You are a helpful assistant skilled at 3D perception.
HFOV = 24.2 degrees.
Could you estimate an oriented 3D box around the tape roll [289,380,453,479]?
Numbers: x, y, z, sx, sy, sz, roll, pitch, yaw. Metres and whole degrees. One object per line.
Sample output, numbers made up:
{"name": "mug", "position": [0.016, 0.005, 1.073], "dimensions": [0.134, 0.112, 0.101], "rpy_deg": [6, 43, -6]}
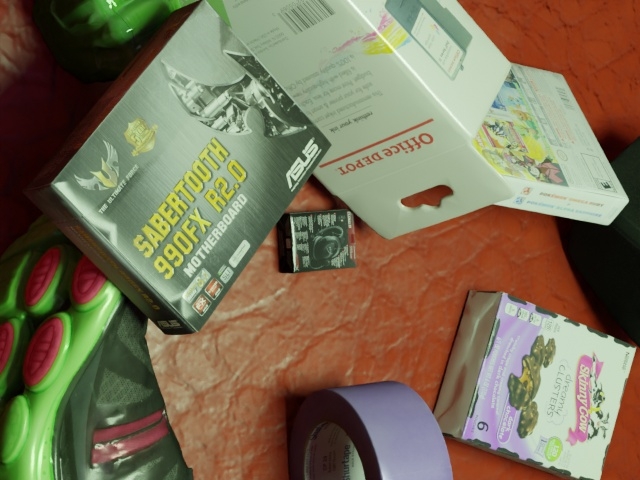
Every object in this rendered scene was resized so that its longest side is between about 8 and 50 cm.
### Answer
{"name": "tape roll", "position": [0.047, 0.236, 1.472], "dimensions": [0.080, 0.189, 0.189], "rpy_deg": [-3, 92, -29]}

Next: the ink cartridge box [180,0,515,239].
{"name": "ink cartridge box", "position": [0.034, -0.174, 1.445], "dimensions": [0.353, 0.207, 0.119], "rpy_deg": [46, 52, -22]}

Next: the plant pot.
{"name": "plant pot", "position": [0.381, -0.011, 1.648], "dimensions": [0.188, 0.187, 0.167], "rpy_deg": [-40, 65, -22]}

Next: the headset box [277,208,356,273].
{"name": "headset box", "position": [0.000, 0.000, 1.534], "dimensions": [0.083, 0.032, 0.062], "rpy_deg": [-6, 93, -30]}

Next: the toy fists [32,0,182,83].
{"name": "toy fists", "position": [-0.152, -0.146, 1.387], "dimensions": [0.096, 0.142, 0.279], "rpy_deg": [-38, 108, -24]}

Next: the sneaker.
{"name": "sneaker", "position": [-0.218, 0.176, 1.360], "dimensions": [0.202, 0.185, 0.483], "rpy_deg": [20, 81, -49]}

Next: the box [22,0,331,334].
{"name": "box", "position": [-0.116, -0.063, 1.283], "dimensions": [0.183, 0.056, 0.231], "rpy_deg": [49, 58, -23]}

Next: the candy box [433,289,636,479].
{"name": "candy box", "position": [0.235, 0.162, 1.643], "dimensions": [0.196, 0.070, 0.165], "rpy_deg": [21, 80, -27]}

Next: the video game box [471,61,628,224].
{"name": "video game box", "position": [0.207, -0.113, 1.572], "dimensions": [0.187, 0.048, 0.205], "rpy_deg": [11, 41, -30]}
